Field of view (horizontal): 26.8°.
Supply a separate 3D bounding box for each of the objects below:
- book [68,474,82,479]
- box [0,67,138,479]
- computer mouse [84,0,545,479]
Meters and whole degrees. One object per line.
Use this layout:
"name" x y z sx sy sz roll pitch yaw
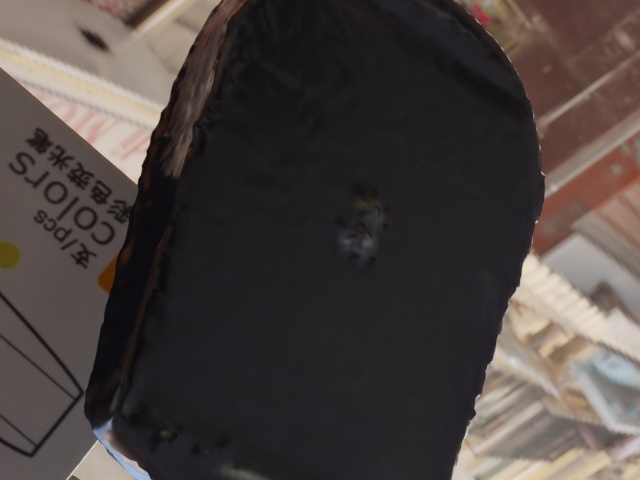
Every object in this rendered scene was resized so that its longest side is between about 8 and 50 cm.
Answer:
"book" -0.262 0.153 0.975 0.202 0.027 0.264 32 159 0
"box" -0.207 0.013 0.622 0.274 0.091 0.220 40 -120 -9
"computer mouse" -0.003 0.001 0.583 0.168 0.087 0.295 31 -121 -21
